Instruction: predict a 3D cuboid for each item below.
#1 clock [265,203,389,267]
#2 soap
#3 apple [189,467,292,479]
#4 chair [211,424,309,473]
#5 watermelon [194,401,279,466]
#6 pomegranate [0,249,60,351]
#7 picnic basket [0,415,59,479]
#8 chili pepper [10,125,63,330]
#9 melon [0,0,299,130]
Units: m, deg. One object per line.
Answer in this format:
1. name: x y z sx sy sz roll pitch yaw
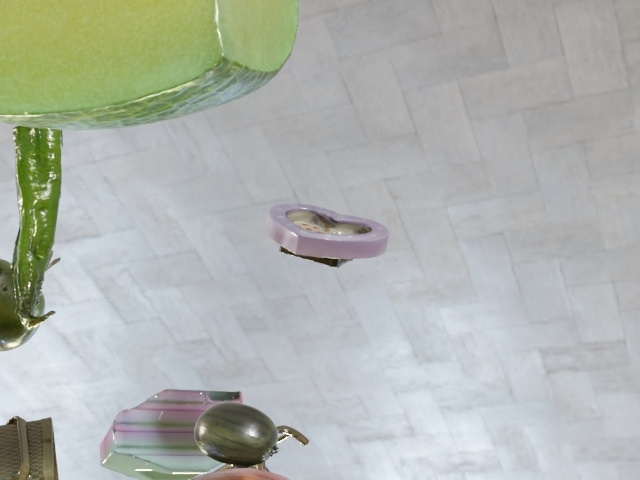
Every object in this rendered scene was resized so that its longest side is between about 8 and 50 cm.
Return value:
1. clock: 0.000 0.000 1.428 0.198 0.172 0.064 14 109 21
2. soap: -0.328 0.440 2.057 0.323 0.193 0.109 8 148 -31
3. apple: -0.133 0.505 1.256 0.363 0.364 0.364 5 134 6
4. chair: -0.125 0.469 1.634 0.272 0.188 0.166 -41 84 25
5. watermelon: -0.103 0.242 1.137 0.110 0.078 0.078 8 135 12
6. pomegranate: -0.589 0.097 1.717 0.187 0.225 0.187 33 159 14
7. picnic basket: -0.442 0.398 1.304 0.139 0.165 0.267 -6 114 -15
8. chili pepper: -0.429 -0.026 1.383 0.084 0.359 0.076 -12 155 7
9. melon: -0.213 -0.205 0.787 0.343 0.331 0.226 -11 128 17
